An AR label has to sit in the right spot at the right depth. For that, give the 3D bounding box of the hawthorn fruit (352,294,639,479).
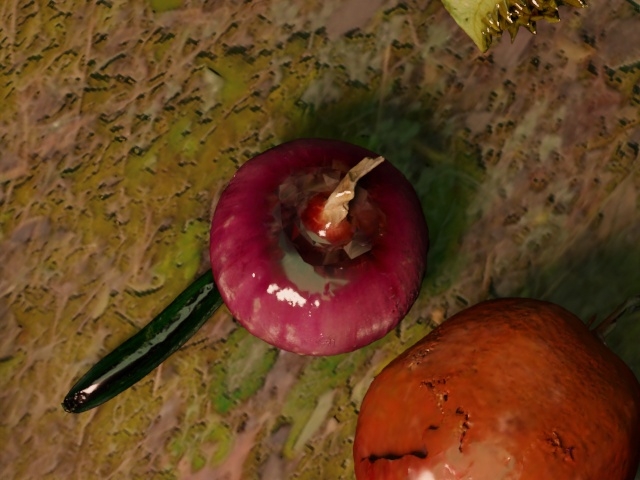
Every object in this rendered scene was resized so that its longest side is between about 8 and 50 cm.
[{"bbox_3d":[0.155,0.134,1.322,0.211,0.211,0.299,41,69,10],"label":"hawthorn fruit"}]

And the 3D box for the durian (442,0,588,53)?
[{"bbox_3d":[0.185,-0.351,1.492,0.198,0.163,0.394,-19,69,37],"label":"durian"}]

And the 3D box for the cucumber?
[{"bbox_3d":[-0.134,0.082,1.418,0.184,0.033,0.036,-41,101,-8],"label":"cucumber"}]

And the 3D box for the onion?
[{"bbox_3d":[-0.001,0.005,1.375,0.177,0.153,0.177,0,90,8],"label":"onion"}]
